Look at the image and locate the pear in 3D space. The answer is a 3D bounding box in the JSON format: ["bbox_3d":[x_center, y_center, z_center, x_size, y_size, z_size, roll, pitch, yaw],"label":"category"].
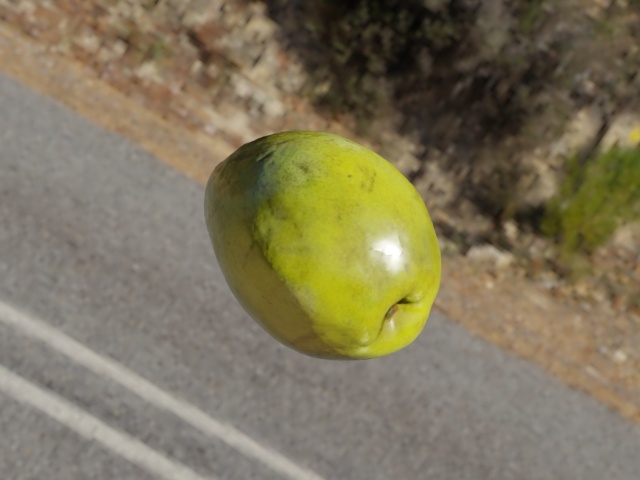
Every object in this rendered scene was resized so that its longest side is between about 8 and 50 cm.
[{"bbox_3d":[0.000,0.000,1.840,0.253,0.253,0.307,17,26,-48],"label":"pear"}]
